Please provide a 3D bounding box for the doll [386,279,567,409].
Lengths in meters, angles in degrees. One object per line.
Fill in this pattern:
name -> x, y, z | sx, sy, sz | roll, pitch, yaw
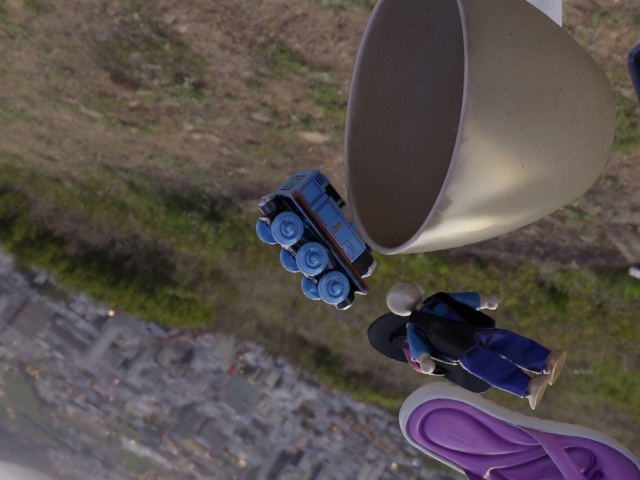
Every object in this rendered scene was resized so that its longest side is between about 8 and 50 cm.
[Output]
doll -> 0.149, 0.094, 0.906 | 0.189, 0.129, 0.046 | 27, 139, 25

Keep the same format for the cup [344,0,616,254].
cup -> 0.194, -0.140, 1.043 | 0.237, 0.330, 0.331 | 5, 165, -19

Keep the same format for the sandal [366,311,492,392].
sandal -> 0.145, 0.143, 1.137 | 0.179, 0.067, 0.040 | 25, -168, -4

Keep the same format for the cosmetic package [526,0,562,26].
cosmetic package -> 0.404, -0.528, 2.066 | 0.285, 0.097, 0.377 | -10, 128, 2

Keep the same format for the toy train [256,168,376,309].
toy train -> 0.000, 0.000, 1.131 | 0.184, 0.105, 0.080 | 52, 163, -18

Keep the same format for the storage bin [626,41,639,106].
storage bin -> 0.672, -0.325, 1.738 | 0.091, 0.135, 0.098 | 3, 152, -21

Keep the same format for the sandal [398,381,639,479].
sandal -> 0.310, 0.351, 1.381 | 0.417, 0.102, 0.169 | 20, 117, -9
